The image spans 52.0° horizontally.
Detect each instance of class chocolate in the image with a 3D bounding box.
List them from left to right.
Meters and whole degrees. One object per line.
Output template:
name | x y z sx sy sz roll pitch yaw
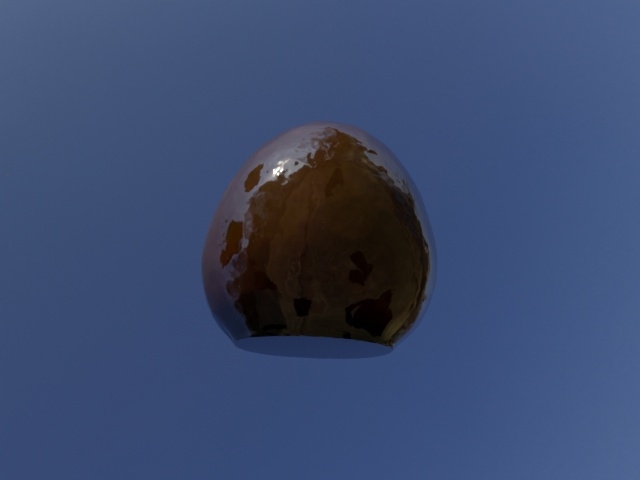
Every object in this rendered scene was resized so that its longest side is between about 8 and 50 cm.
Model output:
chocolate | 0.000 0.000 0.467 0.176 0.177 0.177 -3 -84 -25
